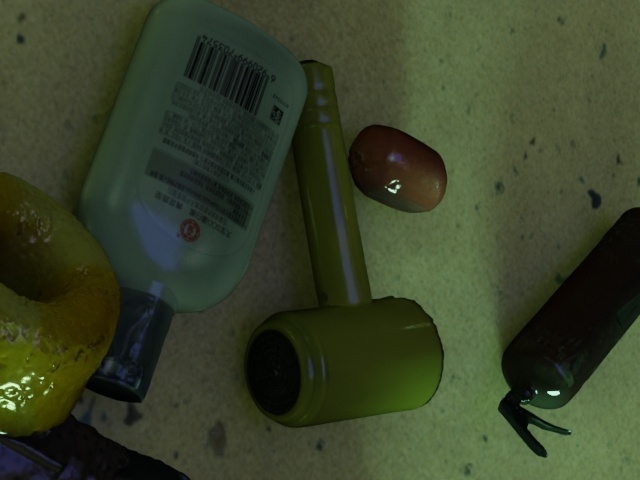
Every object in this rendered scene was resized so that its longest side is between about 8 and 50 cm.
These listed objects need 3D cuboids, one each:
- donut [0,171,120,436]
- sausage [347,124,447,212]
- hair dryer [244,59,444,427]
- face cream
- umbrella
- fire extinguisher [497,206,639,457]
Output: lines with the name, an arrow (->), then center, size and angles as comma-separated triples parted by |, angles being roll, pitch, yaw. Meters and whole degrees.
donut -> -0.202, 0.029, 1.181 | 0.174, 0.074, 0.190 | 43, 29, 1
sausage -> 0.062, -0.055, 1.482 | 0.094, 0.059, 0.054 | 26, 76, -39
hair dryer -> 0.000, 0.000, 1.418 | 0.135, 0.090, 0.279 | -5, 83, -39
face cream -> -0.103, -0.026, 1.327 | 0.144, 0.071, 0.291 | 28, 67, -29
umbrella -> -0.222, 0.124, 1.197 | 0.326, 0.090, 0.094 | 23, 76, -33
fire extinguisher -> 0.231, 0.079, 1.598 | 0.267, 0.089, 0.072 | -45, 158, -34
